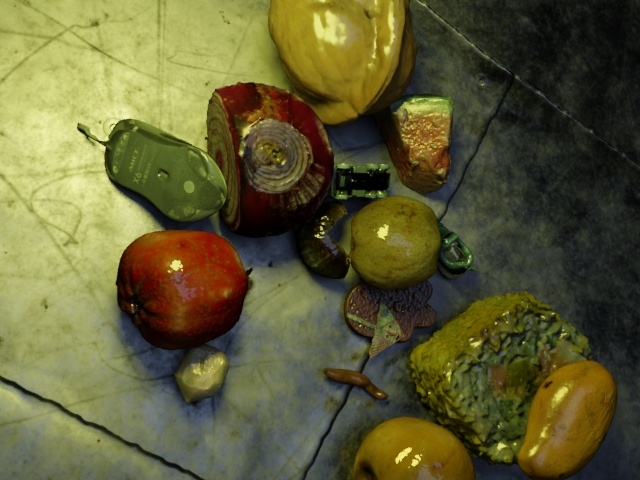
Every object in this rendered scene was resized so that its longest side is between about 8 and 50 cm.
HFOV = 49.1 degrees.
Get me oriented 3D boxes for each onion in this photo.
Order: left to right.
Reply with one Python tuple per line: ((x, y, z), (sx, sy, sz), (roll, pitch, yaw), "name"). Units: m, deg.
((-0.099, -0.182, 1.519), (0.260, 0.282, 0.337), (-10, 85, -17), "onion")

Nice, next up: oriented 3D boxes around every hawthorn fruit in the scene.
((-0.263, 0.089, 1.460), (0.300, 0.254, 0.254), (-19, 88, -46), "hawthorn fruit")

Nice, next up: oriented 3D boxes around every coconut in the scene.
((-0.257, 0.283, 1.480), (0.110, 0.110, 0.124), (30, 66, -13), "coconut")

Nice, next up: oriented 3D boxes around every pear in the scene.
((0.164, 0.000, 1.623), (0.211, 0.188, 0.229), (4, 53, -17), "pear")

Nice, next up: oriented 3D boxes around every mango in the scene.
((0.519, 0.385, 1.487), (0.177, 0.120, 0.295), (45, 77, -14), "mango")

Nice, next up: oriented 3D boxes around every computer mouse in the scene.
((-0.360, -0.170, 1.509), (0.379, 0.090, 0.167), (29, 106, 10), "computer mouse")

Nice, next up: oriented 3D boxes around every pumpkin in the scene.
((0.000, 0.000, 1.613), (0.107, 0.119, 0.184), (-1, 77, -32), "pumpkin")

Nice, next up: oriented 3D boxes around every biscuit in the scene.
((0.167, 0.159, 1.689), (0.236, 0.039, 0.180), (-3, 84, -20), "biscuit")

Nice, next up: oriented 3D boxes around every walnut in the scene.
((0.062, -0.468, 1.599), (0.383, 0.383, 0.384), (3, 80, -19), "walnut")

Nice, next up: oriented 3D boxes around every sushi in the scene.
((0.442, 0.326, 1.657), (0.396, 0.240, 0.351), (-33, 94, -19), "sushi")

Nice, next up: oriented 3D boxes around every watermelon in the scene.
((0.236, -0.232, 1.724), (0.139, 0.193, 0.257), (-14, 100, -21), "watermelon")

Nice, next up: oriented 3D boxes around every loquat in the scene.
((0.205, 0.517, 1.529), (0.274, 0.275, 0.275), (3, 80, -19), "loquat")

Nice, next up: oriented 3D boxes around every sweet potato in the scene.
((0.082, 0.325, 1.629), (0.179, 0.044, 0.044), (25, 73, -21), "sweet potato")

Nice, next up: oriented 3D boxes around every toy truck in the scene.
((0.074, -0.145, 1.667), (0.191, 0.116, 0.085), (-5, 101, -38), "toy truck")

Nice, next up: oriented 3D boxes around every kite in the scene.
((0.129, 0.209, 1.651), (0.152, 0.005, 0.137), (15, 78, -14), "kite")

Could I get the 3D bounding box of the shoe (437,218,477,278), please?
((0.304, 0.002, 1.732), (0.091, 0.106, 0.207), (-42, 90, -22), "shoe")
